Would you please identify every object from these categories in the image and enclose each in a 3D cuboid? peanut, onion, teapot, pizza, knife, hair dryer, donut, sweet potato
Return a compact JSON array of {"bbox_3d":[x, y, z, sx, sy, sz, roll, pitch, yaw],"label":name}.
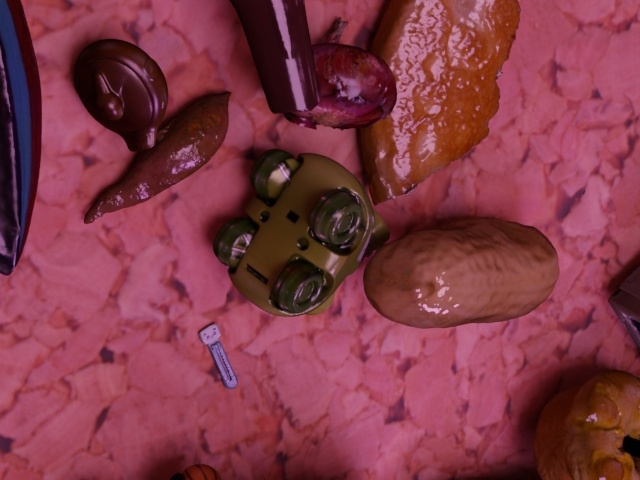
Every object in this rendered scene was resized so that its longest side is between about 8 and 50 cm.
[{"bbox_3d":[0.171,0.042,1.889,0.319,0.147,0.147,-7,113,-45],"label":"peanut"},{"bbox_3d":[0.016,-0.199,1.750,0.150,0.150,0.140,17,70,-33],"label":"onion"},{"bbox_3d":[-0.214,-0.154,1.635,0.098,0.078,0.129,-7,128,20],"label":"teapot"},{"bbox_3d":[0.144,-0.211,1.835,0.182,0.074,0.365,7,104,-30],"label":"pizza"},{"bbox_3d":[-0.121,0.143,1.853,0.027,0.010,0.096,-30,121,-17],"label":"knife"},{"bbox_3d":[-0.171,-0.269,1.605,0.340,0.123,0.312,-11,97,-12],"label":"hair dryer"},{"bbox_3d":[0.410,0.293,2.109,0.261,0.128,0.208,27,57,-35],"label":"donut"},{"bbox_3d":[-0.173,-0.088,1.706,0.226,0.068,0.068,-43,123,-9],"label":"sweet potato"}]

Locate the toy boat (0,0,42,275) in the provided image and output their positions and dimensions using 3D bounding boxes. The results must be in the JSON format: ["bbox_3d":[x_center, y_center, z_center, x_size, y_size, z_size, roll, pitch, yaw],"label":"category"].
[{"bbox_3d":[-0.354,-0.136,1.574,0.136,0.079,0.392,-10,112,-10],"label":"toy boat"}]

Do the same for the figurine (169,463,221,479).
[{"bbox_3d":[-0.201,0.355,1.813,0.236,0.133,0.176,-8,116,-29],"label":"figurine"}]

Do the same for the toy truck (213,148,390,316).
[{"bbox_3d":[-0.015,0.009,1.796,0.187,0.148,0.210,-51,150,-8],"label":"toy truck"}]

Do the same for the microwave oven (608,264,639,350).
[{"bbox_3d":[0.609,0.139,2.147,0.286,0.218,0.355,-44,123,-10],"label":"microwave oven"}]
